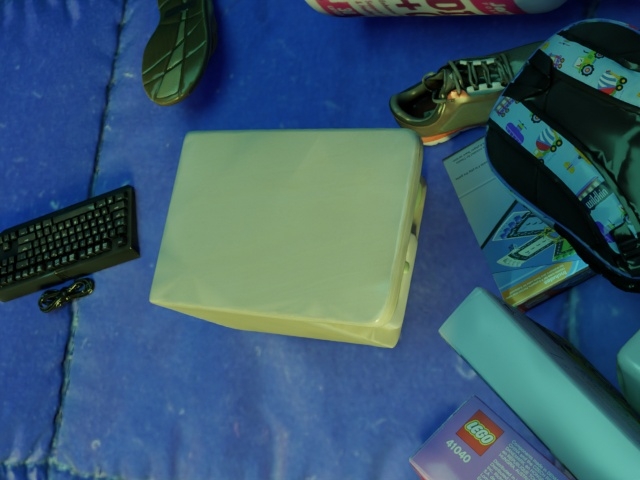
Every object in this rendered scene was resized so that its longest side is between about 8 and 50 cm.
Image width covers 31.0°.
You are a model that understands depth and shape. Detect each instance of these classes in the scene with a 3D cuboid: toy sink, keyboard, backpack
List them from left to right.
[{"bbox_3d":[-0.258,0.015,1.156,0.180,0.023,0.108,-18,67,26],"label":"keyboard"},{"bbox_3d":[0.000,0.000,0.943,0.234,0.131,0.152,2,76,36],"label":"toy sink"},{"bbox_3d":[0.211,-0.063,0.811,0.173,0.117,0.158,40,98,32],"label":"backpack"}]

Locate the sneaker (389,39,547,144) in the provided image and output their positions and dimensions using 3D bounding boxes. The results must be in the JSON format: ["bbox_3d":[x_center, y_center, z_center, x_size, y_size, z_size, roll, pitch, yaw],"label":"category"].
[{"bbox_3d":[0.127,-0.124,0.943,0.158,0.065,0.061,-24,64,23],"label":"sneaker"}]

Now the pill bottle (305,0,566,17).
[{"bbox_3d":[0.123,-0.263,0.932,0.283,0.160,0.160,6,78,32],"label":"pill bottle"}]

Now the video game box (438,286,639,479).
[{"bbox_3d":[0.188,0.129,0.757,0.048,0.187,0.205,-49,57,11],"label":"video game box"}]

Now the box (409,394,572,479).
[{"bbox_3d":[0.186,0.228,0.655,0.057,0.201,0.293,-44,61,-8],"label":"box"}]

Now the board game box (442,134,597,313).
[{"bbox_3d":[0.241,-0.070,0.882,0.281,0.027,0.145,-30,61,20],"label":"board game box"}]

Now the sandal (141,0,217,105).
[{"bbox_3d":[-0.131,-0.203,1.137,0.072,0.049,0.180,-15,53,20],"label":"sandal"}]

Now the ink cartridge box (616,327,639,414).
[{"bbox_3d":[0.416,0.085,0.656,0.308,0.091,0.385,-45,58,-7],"label":"ink cartridge box"}]
